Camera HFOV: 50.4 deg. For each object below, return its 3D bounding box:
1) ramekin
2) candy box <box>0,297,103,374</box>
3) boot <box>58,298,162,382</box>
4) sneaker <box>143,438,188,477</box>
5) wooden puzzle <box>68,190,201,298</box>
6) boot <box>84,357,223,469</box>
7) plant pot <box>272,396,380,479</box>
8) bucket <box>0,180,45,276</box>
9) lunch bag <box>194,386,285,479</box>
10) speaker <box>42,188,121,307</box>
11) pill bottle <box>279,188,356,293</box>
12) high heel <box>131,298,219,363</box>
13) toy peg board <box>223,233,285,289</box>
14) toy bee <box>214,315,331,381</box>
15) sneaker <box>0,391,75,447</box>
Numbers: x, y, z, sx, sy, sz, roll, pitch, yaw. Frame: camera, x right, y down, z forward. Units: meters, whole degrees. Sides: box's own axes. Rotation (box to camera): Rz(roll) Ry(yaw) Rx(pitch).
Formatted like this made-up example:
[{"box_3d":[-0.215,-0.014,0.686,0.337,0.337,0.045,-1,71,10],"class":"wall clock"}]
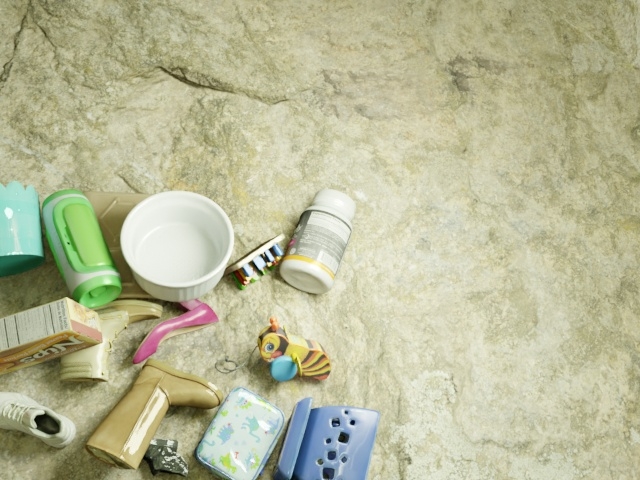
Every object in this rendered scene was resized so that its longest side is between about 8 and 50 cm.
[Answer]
[{"box_3d":[-0.364,0.022,1.741,0.277,0.135,0.277,5,60,-8],"class":"ramekin"},{"box_3d":[-0.698,0.235,1.590,0.316,0.183,0.087,-18,73,-1],"class":"candy box"},{"box_3d":[-0.531,0.257,1.729,0.262,0.095,0.203,-2,68,-16],"class":"boot"},{"box_3d":[-0.408,0.534,1.669,0.170,0.051,0.089,8,61,-16],"class":"sneaker"},{"box_3d":[-0.488,0.020,1.845,0.348,0.080,0.322,0,60,-11],"class":"wooden puzzle"},{"box_3d":[-0.396,0.441,1.657,0.236,0.089,0.269,20,44,7],"class":"boot"},{"box_3d":[0.006,0.531,1.695,0.212,0.236,0.236,18,63,-1],"class":"plant pot"},{"box_3d":[-0.818,-0.018,1.672,0.281,0.281,0.183,-10,79,-20],"class":"bucket"},{"box_3d":[-0.200,0.500,1.722,0.176,0.090,0.219,30,62,0],"class":"lunch bag"},{"box_3d":[-0.600,0.018,1.704,0.131,0.131,0.296,-19,64,-22],"class":"speaker"},{"box_3d":[0.000,0.000,1.958,0.162,0.162,0.278,24,62,-5],"class":"pill bottle"},{"box_3d":[-0.381,0.254,1.792,0.117,0.082,0.244,41,57,-2],"class":"high heel"},{"box_3d":[-0.173,0.066,1.889,0.161,0.161,0.079,-36,96,-26],"class":"toy peg board"},{"box_3d":[-0.099,0.286,1.786,0.298,0.162,0.195,-2,27,-39],"class":"toy bee"},{"box_3d":[-0.691,0.410,1.605,0.232,0.115,0.090,21,63,-6],"class":"sneaker"}]
